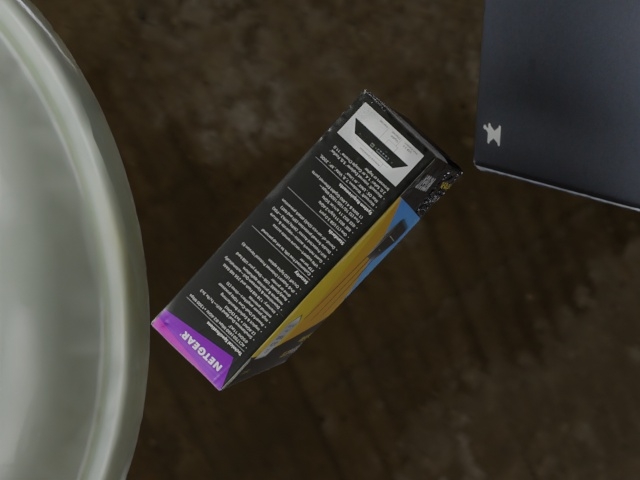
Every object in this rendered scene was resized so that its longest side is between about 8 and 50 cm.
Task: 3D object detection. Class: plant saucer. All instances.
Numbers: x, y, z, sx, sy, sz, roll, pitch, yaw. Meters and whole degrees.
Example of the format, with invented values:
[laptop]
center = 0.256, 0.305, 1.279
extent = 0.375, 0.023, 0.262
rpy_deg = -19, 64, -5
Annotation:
[plant saucer]
center = -0.271, 0.030, 1.012
extent = 0.100, 0.400, 0.400
rpy_deg = -11, -69, -55

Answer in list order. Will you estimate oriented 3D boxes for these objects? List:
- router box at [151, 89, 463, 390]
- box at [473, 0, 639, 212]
[router box]
center = 0.000, 0.000, 0.893
extent = 0.046, 0.179, 0.133
rpy_deg = 44, -84, 5
[box]
center = 0.264, -0.176, 1.176
extent = 0.294, 0.183, 0.296
rpy_deg = -4, -77, -32
